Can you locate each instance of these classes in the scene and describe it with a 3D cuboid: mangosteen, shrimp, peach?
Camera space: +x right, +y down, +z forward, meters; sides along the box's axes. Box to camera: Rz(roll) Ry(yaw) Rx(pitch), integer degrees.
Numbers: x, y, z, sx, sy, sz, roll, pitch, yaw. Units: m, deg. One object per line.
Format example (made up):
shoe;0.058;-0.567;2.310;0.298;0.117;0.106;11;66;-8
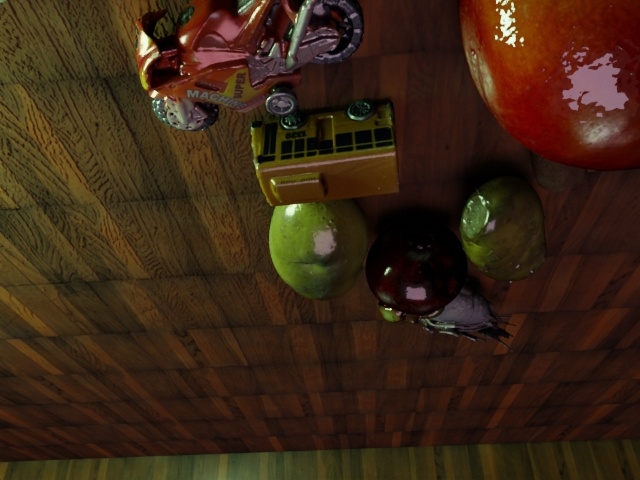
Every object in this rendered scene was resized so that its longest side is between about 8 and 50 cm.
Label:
mangosteen;0.165;0.062;0.932;0.200;0.199;0.199;-1;145;-1
shrimp;0.288;0.149;1.126;0.343;0.116;0.145;26;138;-23
peach;0.297;-0.194;0.543;0.362;0.201;0.258;16;143;-28

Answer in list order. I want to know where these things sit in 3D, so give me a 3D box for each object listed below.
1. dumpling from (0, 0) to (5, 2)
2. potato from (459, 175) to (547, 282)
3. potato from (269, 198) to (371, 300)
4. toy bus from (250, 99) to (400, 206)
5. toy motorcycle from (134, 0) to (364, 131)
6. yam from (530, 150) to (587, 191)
dumpling;-0.366;-0.264;0.492;0.258;0.146;0.193;4;-172;34
potato;0.298;-0.018;0.873;0.149;0.113;0.251;-48;134;0
potato;0.000;0.000;0.884;0.169;0.143;0.248;1;137;3
toy bus;0.007;-0.113;0.737;0.201;0.114;0.098;-6;144;7
toy motorcycle;-0.100;-0.216;0.607;0.298;0.089;0.171;-21;140;25
yam;0.340;-0.127;0.757;0.084;0.084;0.127;-14;143;17
